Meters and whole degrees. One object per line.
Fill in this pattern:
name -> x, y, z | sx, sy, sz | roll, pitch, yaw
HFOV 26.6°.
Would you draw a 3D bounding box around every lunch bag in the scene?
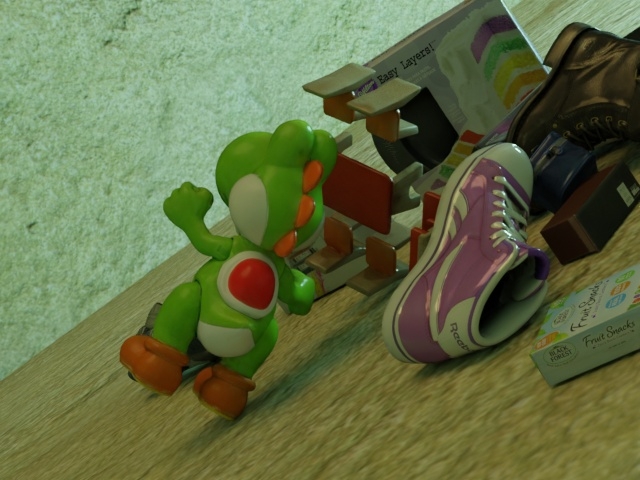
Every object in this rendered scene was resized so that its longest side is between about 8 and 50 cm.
lunch bag -> 0.262, -0.073, 1.496 | 0.067, 0.065, 0.098 | -50, -28, -11

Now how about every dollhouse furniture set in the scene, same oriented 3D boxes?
dollhouse furniture set -> 0.071, -0.048, 1.640 | 0.259, 0.262, 0.135 | 27, 40, 37

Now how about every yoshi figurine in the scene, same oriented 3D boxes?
yoshi figurine -> -0.098, 0.017, 1.637 | 0.362, 0.203, 0.203 | -63, -23, 5

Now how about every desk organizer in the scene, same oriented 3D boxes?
desk organizer -> 0.285, -0.030, 1.413 | 0.050, 0.047, 0.130 | -28, 10, 45

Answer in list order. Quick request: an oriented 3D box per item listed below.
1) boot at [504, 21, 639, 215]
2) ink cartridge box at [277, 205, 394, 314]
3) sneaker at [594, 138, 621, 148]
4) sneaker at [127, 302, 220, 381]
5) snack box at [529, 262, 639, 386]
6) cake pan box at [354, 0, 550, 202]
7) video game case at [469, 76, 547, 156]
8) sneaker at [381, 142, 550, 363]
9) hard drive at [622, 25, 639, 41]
boot -> 0.335, -0.132, 1.539 | 0.229, 0.091, 0.263 | 25, 98, 51
ink cartridge box -> 0.000, 0.000, 1.971 | 0.176, 0.127, 0.128 | -28, 11, 30
sneaker -> 0.388, -0.190, 1.769 | 0.115, 0.090, 0.232 | -31, 8, 36
sneaker -> -0.223, 0.173, 2.017 | 0.122, 0.110, 0.283 | -54, 11, -11
snack box -> 0.248, 0.058, 1.106 | 0.141, 0.037, 0.100 | -29, 9, 30
cake pan box -> 0.200, -0.195, 1.934 | 0.267, 0.246, 0.070 | -30, 9, 16
video game case -> 0.261, -0.130, 1.743 | 0.274, 0.026, 0.196 | -42, -19, -31
sneaker -> 0.186, 0.005, 1.355 | 0.161, 0.102, 0.282 | -16, 39, 50
hard drive -> 0.374, -0.219, 1.670 | 0.094, 0.022, 0.135 | -35, 15, 41
